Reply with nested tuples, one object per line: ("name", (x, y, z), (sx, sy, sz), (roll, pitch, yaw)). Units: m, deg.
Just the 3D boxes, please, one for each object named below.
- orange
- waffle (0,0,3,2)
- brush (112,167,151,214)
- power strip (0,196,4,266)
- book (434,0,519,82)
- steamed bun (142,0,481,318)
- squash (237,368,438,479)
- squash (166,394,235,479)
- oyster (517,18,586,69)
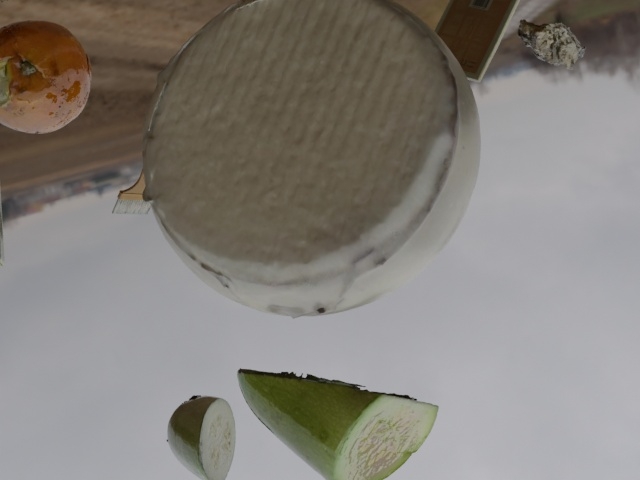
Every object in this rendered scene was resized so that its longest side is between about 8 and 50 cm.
("orange", (-0.597, -0.341, 2.002), (0.240, 0.240, 0.240), (-15, -173, 2))
("waffle", (-0.662, -0.567, 1.875), (0.161, 0.211, 0.055), (-15, -141, 18))
("brush", (-0.423, -0.165, 2.347), (0.103, 0.013, 0.272), (1, 132, -38))
("power strip", (-0.634, -0.065, 1.737), (0.105, 0.256, 0.070), (-10, 156, -4))
("book", (0.351, -0.495, 2.247), (0.170, 0.241, 0.018), (23, 173, 33))
("steamed bun", (-0.003, -0.093, 1.086), (0.375, 0.374, 0.241), (-14, 165, 12))
("squash", (0.004, 0.268, 1.667), (0.234, 0.210, 0.309), (20, -164, -49))
("squash", (-0.236, 0.455, 2.189), (0.189, 0.189, 0.260), (-19, -174, -26))
("oyster", (0.348, -0.302, 1.469), (0.105, 0.056, 0.177), (32, -170, 11))
